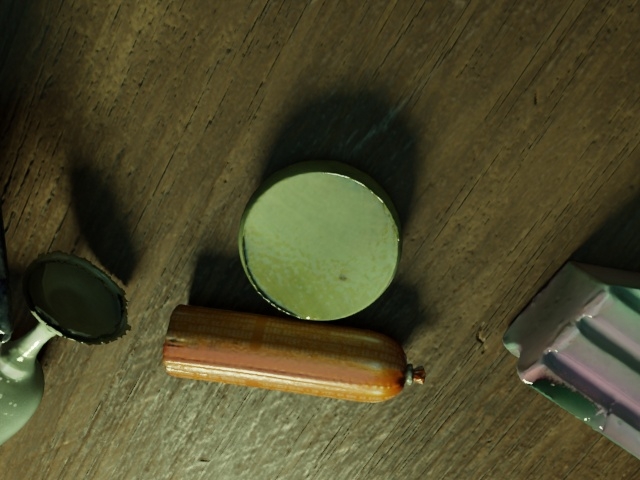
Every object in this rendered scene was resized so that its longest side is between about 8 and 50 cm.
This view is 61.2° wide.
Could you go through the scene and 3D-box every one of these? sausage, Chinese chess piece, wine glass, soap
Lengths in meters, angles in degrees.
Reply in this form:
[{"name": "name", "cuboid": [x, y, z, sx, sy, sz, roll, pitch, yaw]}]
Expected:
[{"name": "sausage", "cuboid": [-0.028, 0.143, 0.667, 0.313, 0.093, 0.092, 7, 107, 2]}, {"name": "Chinese chess piece", "cuboid": [0.000, 0.000, 0.628, 0.189, 0.083, 0.188, 1, 105, 3]}, {"name": "wine glass", "cuboid": [-0.389, 0.160, 0.684, 0.321, 0.143, 0.143, -43, 99, 15]}, {"name": "soap", "cuboid": [0.403, 0.153, 0.617, 0.324, 0.109, 0.192, 34, 108, -4]}]

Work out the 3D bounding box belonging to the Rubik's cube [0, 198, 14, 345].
[{"name": "Rubik's cube", "cuboid": [-0.471, -0.025, 0.525, 0.255, 0.260, 0.259, 18, 108, 45]}]
